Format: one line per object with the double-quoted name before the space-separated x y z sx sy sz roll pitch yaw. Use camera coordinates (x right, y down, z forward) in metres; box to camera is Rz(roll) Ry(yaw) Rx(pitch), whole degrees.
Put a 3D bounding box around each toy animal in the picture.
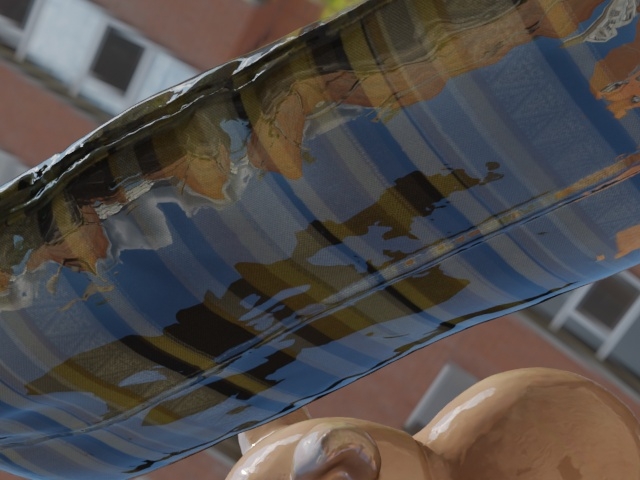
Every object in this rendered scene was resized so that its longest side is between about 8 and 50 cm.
"toy animal" 0.078 0.202 1.290 0.326 0.237 0.269 -41 -81 -7

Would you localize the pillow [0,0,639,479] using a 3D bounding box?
"pillow" 0.000 0.000 0.366 0.113 0.203 0.038 38 -147 -51
